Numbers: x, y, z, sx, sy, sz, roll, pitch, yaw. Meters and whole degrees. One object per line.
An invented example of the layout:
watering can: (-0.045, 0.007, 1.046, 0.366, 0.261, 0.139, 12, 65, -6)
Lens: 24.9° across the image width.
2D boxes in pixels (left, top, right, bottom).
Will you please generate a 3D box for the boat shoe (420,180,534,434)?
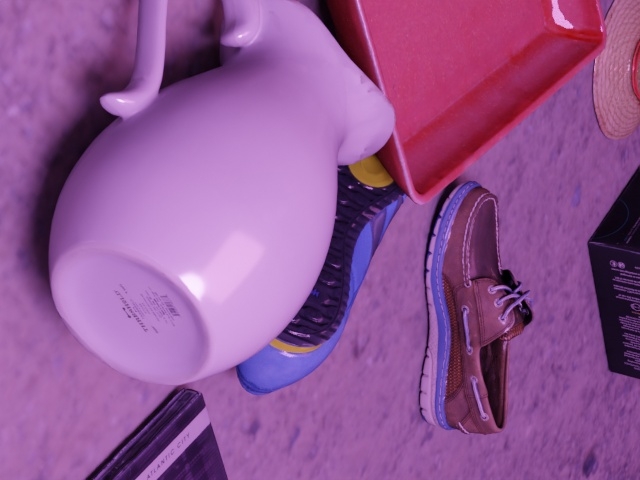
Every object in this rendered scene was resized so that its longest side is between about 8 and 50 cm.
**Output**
boat shoe: (0.116, 0.050, 1.026, 0.066, 0.066, 0.183, -21, 118, -52)

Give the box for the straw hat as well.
straw hat: (0.289, -0.148, 1.227, 0.144, 0.061, 0.144, -25, 122, -51)

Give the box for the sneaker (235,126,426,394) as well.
sneaker: (0.000, 0.000, 0.853, 0.209, 0.069, 0.082, -64, -178, -37)

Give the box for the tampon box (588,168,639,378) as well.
tampon box: (0.319, 0.035, 1.293, 0.120, 0.101, 0.161, -50, 138, -35)

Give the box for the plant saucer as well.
plant saucer: (0.074, -0.190, 0.870, 0.258, 0.047, 0.259, -39, 121, -44)

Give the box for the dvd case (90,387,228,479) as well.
dvd case: (-0.096, 0.215, 0.807, 0.164, 0.018, 0.221, -45, 135, -38)

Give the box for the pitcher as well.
pitcher: (-0.059, -0.049, 0.702, 0.178, 0.125, 0.207, 55, 42, -23)
